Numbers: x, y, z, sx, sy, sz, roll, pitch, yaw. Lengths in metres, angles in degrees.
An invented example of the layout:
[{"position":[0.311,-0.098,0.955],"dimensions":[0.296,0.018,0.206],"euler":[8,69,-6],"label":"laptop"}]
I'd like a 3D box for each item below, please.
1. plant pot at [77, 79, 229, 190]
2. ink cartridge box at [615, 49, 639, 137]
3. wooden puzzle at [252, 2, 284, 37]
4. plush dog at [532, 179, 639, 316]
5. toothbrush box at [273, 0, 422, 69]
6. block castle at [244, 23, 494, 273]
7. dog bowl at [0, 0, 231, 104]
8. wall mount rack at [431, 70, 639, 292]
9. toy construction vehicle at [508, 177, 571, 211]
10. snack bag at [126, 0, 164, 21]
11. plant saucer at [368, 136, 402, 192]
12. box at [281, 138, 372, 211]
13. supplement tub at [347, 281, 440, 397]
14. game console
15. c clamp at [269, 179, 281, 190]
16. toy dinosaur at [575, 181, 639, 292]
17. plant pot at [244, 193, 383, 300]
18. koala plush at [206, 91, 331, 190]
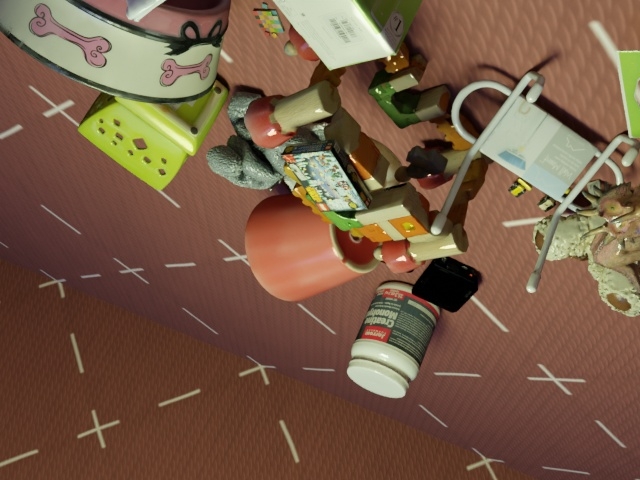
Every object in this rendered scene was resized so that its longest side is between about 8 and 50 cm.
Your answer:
[{"position":[-0.340,-0.281,1.660],"dimensions":[0.228,0.227,0.207],"euler":[37,145,-20],"label":"plant pot"},{"position":[0.564,-0.231,1.089],"dimensions":[0.255,0.097,0.189],"euler":[9,150,34],"label":"ink cartridge box"},{"position":[-0.095,-0.406,1.445],"dimensions":[0.049,0.006,0.083],"euler":[11,150,28],"label":"wooden puzzle"},{"position":[0.572,0.020,1.499],"dimensions":[0.262,0.210,0.225],"euler":[42,-179,34],"label":"plush dog"},{"position":[0.050,-0.401,1.015],"dimensions":[0.122,0.283,0.206],"euler":[-3,142,43],"label":"toothbrush box"},{"position":[0.090,-0.171,1.389],"dimensions":[0.213,0.303,0.453],"euler":[-13,135,44],"label":"block castle"},{"position":[-0.325,-0.405,1.252],"dimensions":[0.408,0.408,0.150],"euler":[30,122,-9],"label":"dog bowl"},{"position":[0.352,-0.102,1.319],"dimensions":[0.350,0.304,0.130],"euler":[31,-163,-11],"label":"wall mount rack"},{"position":[0.429,-0.102,1.521],"dimensions":[0.086,0.035,0.098],"euler":[39,150,-1],"label":"toy construction vehicle"},{"position":[-0.149,-0.483,0.958],"dimensions":[0.343,0.323,0.037],"euler":[-20,164,33],"label":"snack bag"},{"position":[0.083,-0.160,1.709],"dimensions":[0.199,0.036,0.198],"euler":[21,154,11],"label":"plant saucer"},{"position":[0.011,-0.099,1.228],"dimensions":[0.094,0.027,0.137],"euler":[-1,140,36],"label":"box"},{"position":[0.199,0.269,2.125],"dimensions":[0.191,0.272,0.191],"euler":[20,153,11],"label":"supplement tub"},{"position":[0.221,0.068,1.997],"dimensions":[0.361,0.044,0.213],"euler":[25,154,2],"label":"game console"},{"position":[-0.155,-0.171,1.824],"dimensions":[0.161,0.137,0.022],"euler":[24,115,13],"label":"c clamp"},{"position":[0.488,-0.015,1.246],"dimensions":[0.127,0.200,0.295],"euler":[45,152,33],"label":"toy dinosaur"},{"position":[0.000,0.000,1.842],"dimensions":[0.243,0.275,0.275],"euler":[-12,135,43],"label":"plant pot"},{"position":[-0.082,-0.190,1.651],"dimensions":[0.221,0.196,0.203],"euler":[7,160,32],"label":"koala plush"}]
